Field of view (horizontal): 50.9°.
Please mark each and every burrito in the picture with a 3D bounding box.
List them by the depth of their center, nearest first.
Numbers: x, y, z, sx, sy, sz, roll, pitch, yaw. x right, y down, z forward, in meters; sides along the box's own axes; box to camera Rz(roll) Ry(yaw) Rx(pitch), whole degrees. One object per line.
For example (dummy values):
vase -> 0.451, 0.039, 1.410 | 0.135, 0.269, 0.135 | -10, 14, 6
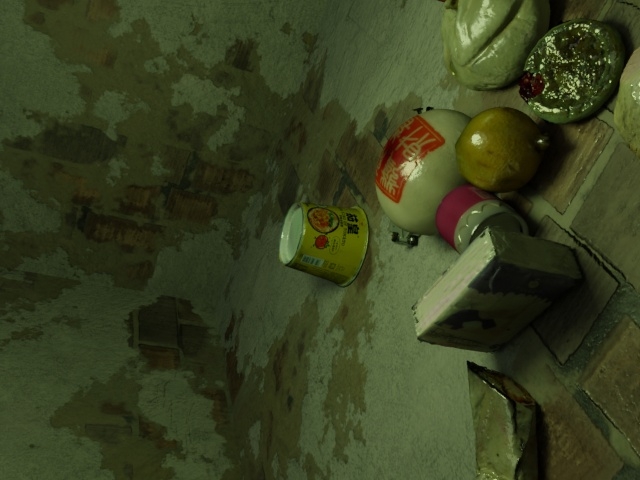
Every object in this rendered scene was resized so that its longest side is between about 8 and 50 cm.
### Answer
burrito -> 0.418, 0.434, 1.524 | 0.175, 0.107, 0.347 | -24, 57, 45

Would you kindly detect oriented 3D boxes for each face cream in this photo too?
face cream -> 0.406, -0.032, 1.700 | 0.195, 0.175, 0.175 | -124, 51, -61

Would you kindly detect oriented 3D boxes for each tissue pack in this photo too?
tissue pack -> 0.394, 0.126, 1.558 | 0.343, 0.243, 0.125 | 125, 148, -44

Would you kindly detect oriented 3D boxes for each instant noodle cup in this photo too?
instant noodle cup -> 0.000, 0.000, 2.567 | 0.326, 0.254, 0.325 | -168, 90, -68

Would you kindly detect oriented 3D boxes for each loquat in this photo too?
loquat -> 0.460, -0.225, 1.660 | 0.246, 0.214, 0.213 | -3, 75, 49

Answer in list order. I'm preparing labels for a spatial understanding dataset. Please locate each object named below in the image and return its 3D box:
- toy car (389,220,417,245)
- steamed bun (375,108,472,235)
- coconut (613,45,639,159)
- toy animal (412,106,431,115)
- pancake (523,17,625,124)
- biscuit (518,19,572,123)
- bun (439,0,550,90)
toy car -> 0.273, -0.061, 2.157 | 0.112, 0.112, 0.139 | -85, 6, -60
steamed bun -> 0.296, -0.210, 1.923 | 0.374, 0.241, 0.374 | -51, 21, 29
coconut -> 0.656, -0.229, 1.032 | 0.353, 0.353, 0.352 | -167, 90, -68
toy animal -> 0.338, -0.391, 2.238 | 0.220, 0.062, 0.107 | -156, 62, -67
pancake -> 0.583, -0.396, 1.558 | 0.254, 0.037, 0.253 | -8, 78, 46
biscuit -> 0.579, -0.423, 1.649 | 0.235, 0.063, 0.151 | -59, 40, 29
bun -> 0.453, -0.596, 1.843 | 0.365, 0.220, 0.364 | -170, 90, -71
